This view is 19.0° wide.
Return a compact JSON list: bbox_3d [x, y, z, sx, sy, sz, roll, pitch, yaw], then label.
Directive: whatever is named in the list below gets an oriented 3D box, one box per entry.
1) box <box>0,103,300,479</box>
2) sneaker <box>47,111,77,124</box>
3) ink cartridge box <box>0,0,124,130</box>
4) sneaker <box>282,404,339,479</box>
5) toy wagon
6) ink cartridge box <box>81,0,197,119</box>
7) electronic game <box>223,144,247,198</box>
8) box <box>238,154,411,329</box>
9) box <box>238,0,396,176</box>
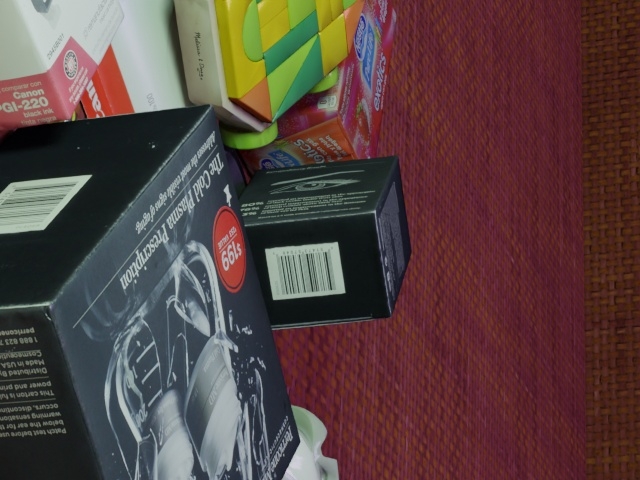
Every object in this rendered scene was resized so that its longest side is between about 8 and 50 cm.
[{"bbox_3d":[-0.170,0.110,1.413,0.343,0.179,0.312,-60,141,-59],"label":"box"},{"bbox_3d":[-0.218,-0.108,1.577,0.035,0.031,0.083,-49,136,-82],"label":"sneaker"},{"bbox_3d":[-0.241,-0.214,1.439,0.158,0.092,0.218,-72,148,-50],"label":"ink cartridge box"},{"bbox_3d":[-0.045,0.338,1.832,0.146,0.122,0.330,-27,108,-55],"label":"sneaker"},{"bbox_3d":[-0.026,-0.258,1.817,0.344,0.068,0.267,-45,138,-45],"label":"toy wagon"},{"bbox_3d":[-0.165,-0.164,1.705,0.232,0.066,0.189,-75,152,-55],"label":"ink cartridge box"},{"bbox_3d":[-0.103,0.000,1.836,0.229,0.048,0.229,-6,90,-79],"label":"electronic game"},{"bbox_3d":[0.000,0.000,1.835,0.207,0.153,0.108,-61,143,-70],"label":"box"},{"bbox_3d":[-0.006,-0.186,2.050,0.122,0.128,0.257,62,29,-46],"label":"box"}]
